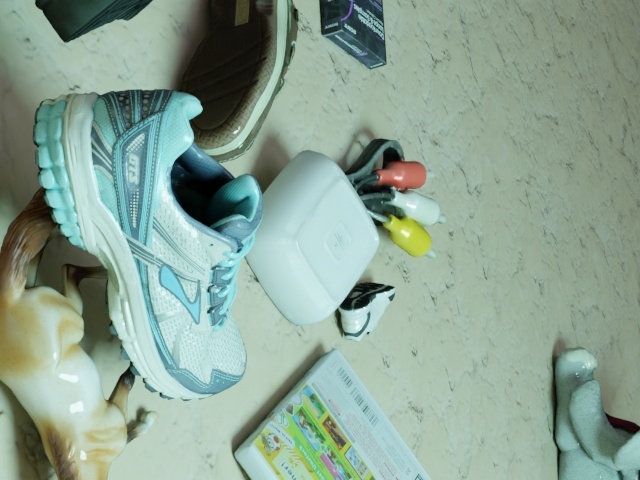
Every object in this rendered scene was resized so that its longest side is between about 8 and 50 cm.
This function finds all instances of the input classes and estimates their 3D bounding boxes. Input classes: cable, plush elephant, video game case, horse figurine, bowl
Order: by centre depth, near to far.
[{"bbox_3d":[-0.174,0.086,0.892,0.174,0.066,0.263,-55,130,-61],"label":"horse figurine"},{"bbox_3d":[0.034,0.239,1.189,0.227,0.026,0.206,55,31,-4],"label":"video game case"},{"bbox_3d":[0.000,0.000,1.216,0.142,0.053,0.142,-53,129,-30],"label":"bowl"},{"bbox_3d":[0.053,-0.057,1.356,0.287,0.072,0.139,10,75,-61],"label":"cable"},{"bbox_3d":[0.482,0.324,1.812,0.272,0.255,0.330,62,32,-28],"label":"plush elephant"}]

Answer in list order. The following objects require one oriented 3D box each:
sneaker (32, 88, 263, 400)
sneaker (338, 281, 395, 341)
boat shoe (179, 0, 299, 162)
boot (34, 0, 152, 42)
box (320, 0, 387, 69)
[{"bbox_3d":[-0.093,0.012,0.882,0.110,0.122,0.283,-88,161,-44],"label":"sneaker"},{"bbox_3d":[0.049,0.075,1.346,0.109,0.040,0.043,-30,123,-57],"label":"sneaker"},{"bbox_3d":[-0.060,-0.161,1.170,0.095,0.095,0.257,58,33,-44],"label":"boat shoe"},{"bbox_3d":[-0.192,-0.303,0.943,0.260,0.131,0.348,52,14,-9],"label":"boot"},{"bbox_3d":[0.037,-0.295,1.468,0.116,0.029,0.162,23,61,-58],"label":"box"}]
